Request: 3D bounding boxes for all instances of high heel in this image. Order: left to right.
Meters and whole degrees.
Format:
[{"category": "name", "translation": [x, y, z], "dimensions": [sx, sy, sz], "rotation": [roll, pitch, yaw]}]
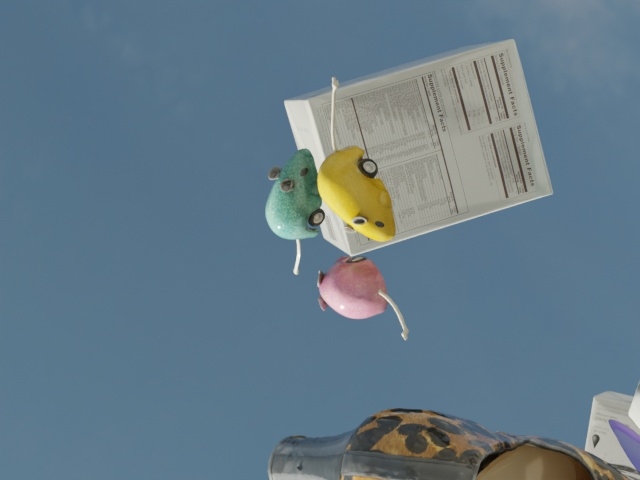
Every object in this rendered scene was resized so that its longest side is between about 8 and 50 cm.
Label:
[{"category": "high heel", "translation": [0.118, 0.143, 0.605], "dimensions": [0.261, 0.186, 0.093], "rotation": [14, -104, -18]}]

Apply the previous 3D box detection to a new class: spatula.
[{"category": "spatula", "translation": [0.281, 0.250, 0.959], "dimensions": [0.030, 0.084, 0.296], "rotation": [-32, -50, -19]}]

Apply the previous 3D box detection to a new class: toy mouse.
[{"category": "toy mouse", "translation": [0.000, 0.000, 0.746], "dimensions": [0.031, 0.143, 0.161], "rotation": [-20, -98, -31]}]

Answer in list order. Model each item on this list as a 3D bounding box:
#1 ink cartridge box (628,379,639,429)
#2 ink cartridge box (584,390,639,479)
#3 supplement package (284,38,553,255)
[{"category": "ink cartridge box", "translation": [0.372, 0.188, 1.115], "dimensions": [0.045, 0.223, 0.224], "rotation": [3, -65, -15]}, {"category": "ink cartridge box", "translation": [0.348, 0.269, 1.305], "dimensions": [0.060, 0.104, 0.180], "rotation": [1, -82, -62]}, {"category": "supplement package", "translation": [0.117, -0.120, 1.474], "dimensions": [0.262, 0.199, 0.198], "rotation": [-17, -81, -7]}]
